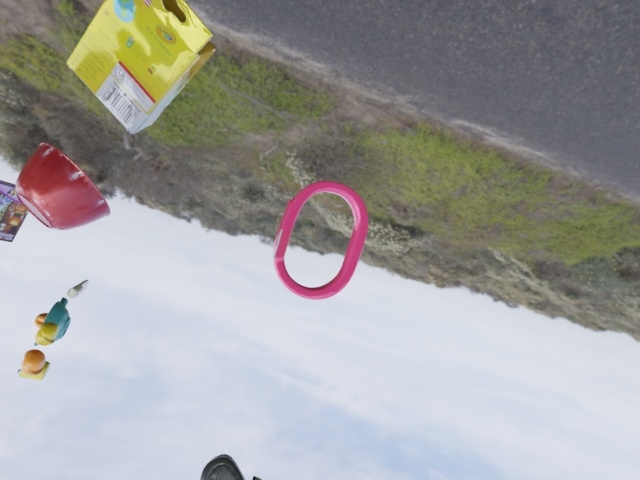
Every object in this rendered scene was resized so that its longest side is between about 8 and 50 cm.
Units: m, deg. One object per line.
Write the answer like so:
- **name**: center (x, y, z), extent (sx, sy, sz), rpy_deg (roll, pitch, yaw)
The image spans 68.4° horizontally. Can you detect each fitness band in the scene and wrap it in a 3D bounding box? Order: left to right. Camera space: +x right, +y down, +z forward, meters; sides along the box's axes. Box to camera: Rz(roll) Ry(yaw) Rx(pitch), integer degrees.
- **fitness band**: center (0.000, 0.000, 1.140), extent (0.209, 0.290, 0.054), rpy_deg (18, -178, -16)

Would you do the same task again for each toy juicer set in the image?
- **toy juicer set**: center (-0.778, 0.234, 1.354), extent (0.090, 0.329, 0.209), rpy_deg (24, 157, -15)

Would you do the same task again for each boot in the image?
- **boot**: center (-0.146, 0.469, 0.850), extent (0.085, 0.236, 0.178), rpy_deg (-18, -177, -3)

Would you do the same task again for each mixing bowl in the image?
- **mixing bowl**: center (-0.510, -0.087, 0.907), extent (0.181, 0.098, 0.181), rpy_deg (30, 149, 20)

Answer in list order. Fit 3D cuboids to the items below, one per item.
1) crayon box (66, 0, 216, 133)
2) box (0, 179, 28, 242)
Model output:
- **crayon box**: center (-0.361, -0.398, 0.974), extent (0.202, 0.319, 0.081), rpy_deg (50, -146, -12)
- **box**: center (-1.126, -0.114, 1.560), extent (0.057, 0.200, 0.293), rpy_deg (30, -178, 23)
